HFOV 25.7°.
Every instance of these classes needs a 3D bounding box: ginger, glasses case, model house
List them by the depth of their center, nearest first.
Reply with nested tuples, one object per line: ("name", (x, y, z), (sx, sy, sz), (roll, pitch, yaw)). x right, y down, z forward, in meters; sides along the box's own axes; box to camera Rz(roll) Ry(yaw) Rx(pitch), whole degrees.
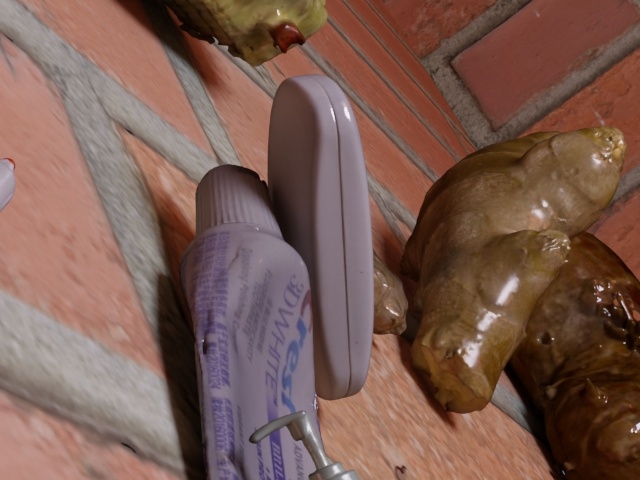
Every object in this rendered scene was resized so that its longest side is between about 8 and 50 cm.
("glasses case", (0.000, 0.000, 0.814), (0.074, 0.049, 0.193), (-143, -134, -61))
("ginger", (0.014, 0.000, 1.077), (0.173, 0.051, 0.069), (62, 11, 27))
("model house", (-0.093, -0.268, 1.107), (0.254, 0.160, 0.196), (59, 5, 30))
("ginger", (0.183, 0.012, 1.256), (0.375, 0.236, 0.166), (-98, 165, -59))
("ginger", (0.293, 0.138, 1.488), (0.418, 0.176, 0.254), (67, 10, 27))

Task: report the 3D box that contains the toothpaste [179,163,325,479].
("toothpaste", (-0.031, 0.066, 0.705), (0.099, 0.068, 0.282), (16, 37, -26))

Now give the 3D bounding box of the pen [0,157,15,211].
("pen", (-0.141, -0.003, 0.523), (0.026, 0.026, 0.218), (52, 12, -12))

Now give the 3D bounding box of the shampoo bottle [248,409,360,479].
("shampoo bottle", (0.031, 0.162, 0.605), (0.195, 0.056, 0.056), (65, 14, 11))
